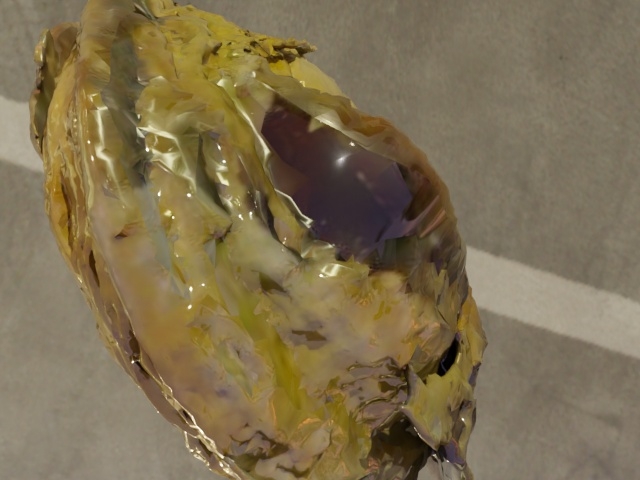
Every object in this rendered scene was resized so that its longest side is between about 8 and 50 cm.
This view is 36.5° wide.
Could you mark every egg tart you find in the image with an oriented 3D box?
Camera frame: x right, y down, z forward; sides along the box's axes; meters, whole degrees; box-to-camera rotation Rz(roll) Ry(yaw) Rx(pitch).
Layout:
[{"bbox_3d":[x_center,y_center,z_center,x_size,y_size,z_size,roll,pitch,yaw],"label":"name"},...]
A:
[{"bbox_3d":[0.000,0.000,0.444,0.132,0.297,0.297,-28,118,13],"label":"egg tart"}]
